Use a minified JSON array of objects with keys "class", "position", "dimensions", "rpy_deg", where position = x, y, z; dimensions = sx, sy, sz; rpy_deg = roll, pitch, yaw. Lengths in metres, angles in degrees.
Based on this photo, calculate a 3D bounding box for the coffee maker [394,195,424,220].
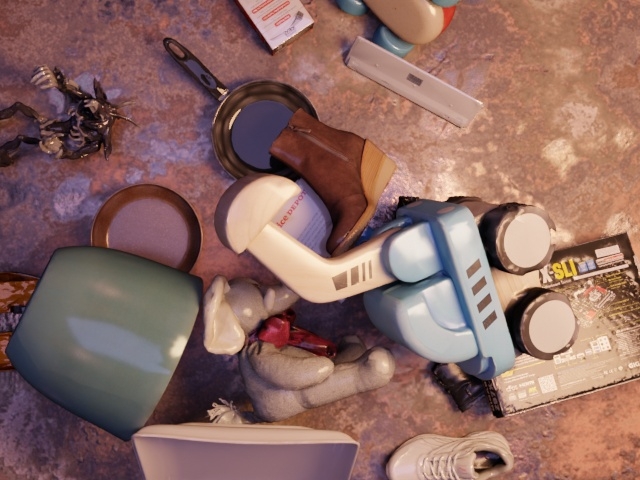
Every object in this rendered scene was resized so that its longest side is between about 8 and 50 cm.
[{"class":"coffee maker","position":[0.160,0.020,1.536],"dimensions":[0.171,0.120,0.178],"rpy_deg":[15,88,-45]}]

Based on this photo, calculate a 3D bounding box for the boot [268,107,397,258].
[{"class":"boot","position":[0.000,-0.097,1.497],"dimensions":[0.206,0.090,0.248],"rpy_deg":[28,55,0]}]

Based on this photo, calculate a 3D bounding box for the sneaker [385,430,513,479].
[{"class":"sneaker","position":[0.231,0.390,1.558],"dimensions":[0.232,0.115,0.090],"rpy_deg":[-12,90,-3]}]

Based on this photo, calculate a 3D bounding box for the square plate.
[{"class":"square plate","position":[-0.122,0.378,1.464],"dimensions":[0.347,0.344,0.049],"rpy_deg":[2,55,-3]}]

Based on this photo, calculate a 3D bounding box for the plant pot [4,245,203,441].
[{"class":"plant pot","position":[-0.359,0.142,1.420],"dimensions":[0.235,0.293,0.293],"rpy_deg":[27,88,-16]}]

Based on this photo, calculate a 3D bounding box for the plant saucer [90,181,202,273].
[{"class":"plant saucer","position":[-0.309,-0.004,1.576],"dimensions":[0.198,0.036,0.199],"rpy_deg":[0,90,-3]}]

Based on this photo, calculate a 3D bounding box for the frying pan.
[{"class":"frying pan","position":[-0.157,-0.212,1.575],"dimensions":[0.326,0.053,0.197],"rpy_deg":[20,87,-2]}]

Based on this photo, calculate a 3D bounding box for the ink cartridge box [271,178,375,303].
[{"class":"ink cartridge box","position":[0.000,0.000,1.567],"dimensions":[0.190,0.082,0.140],"rpy_deg":[36,87,-1]}]

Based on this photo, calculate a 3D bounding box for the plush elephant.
[{"class":"plush elephant","position":[-0.077,0.155,1.467],"dimensions":[0.330,0.272,0.255],"rpy_deg":[-22,91,-2]}]

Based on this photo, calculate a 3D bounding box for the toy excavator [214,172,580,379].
[{"class":"toy excavator","position":[0.112,0.050,1.324],"dimensions":[0.445,0.222,0.433],"rpy_deg":[-24,105,-16]}]

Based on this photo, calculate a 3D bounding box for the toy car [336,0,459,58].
[{"class":"toy car","position":[0.186,-0.477,1.551],"dimensions":[0.210,0.219,0.238],"rpy_deg":[49,59,-1]}]

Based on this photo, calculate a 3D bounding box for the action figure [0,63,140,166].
[{"class":"action figure","position":[-0.460,-0.205,1.521],"dimensions":[0.275,0.141,0.164],"rpy_deg":[-13,79,-1]}]

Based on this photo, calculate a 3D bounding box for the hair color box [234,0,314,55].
[{"class":"hair color box","position":[-0.096,-0.429,1.582],"dimensions":[0.093,0.053,0.167],"rpy_deg":[-35,90,-4]}]

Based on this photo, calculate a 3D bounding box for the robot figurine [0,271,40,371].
[{"class":"robot figurine","position":[-0.594,0.147,1.536],"dimensions":[0.291,0.085,0.211],"rpy_deg":[-4,89,-3]}]

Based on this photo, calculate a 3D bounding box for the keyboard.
[{"class":"keyboard","position":[0.166,-0.284,1.587],"dimensions":[0.256,0.072,0.014],"rpy_deg":[28,49,-2]}]

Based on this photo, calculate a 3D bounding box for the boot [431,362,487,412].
[{"class":"boot","position":[0.268,0.242,1.600],"dimensions":[0.121,0.045,0.099],"rpy_deg":[-35,85,-4]}]

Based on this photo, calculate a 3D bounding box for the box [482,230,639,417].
[{"class":"box","position":[0.428,0.149,1.563],"dimensions":[0.322,0.079,0.257],"rpy_deg":[-15,77,-4]}]
